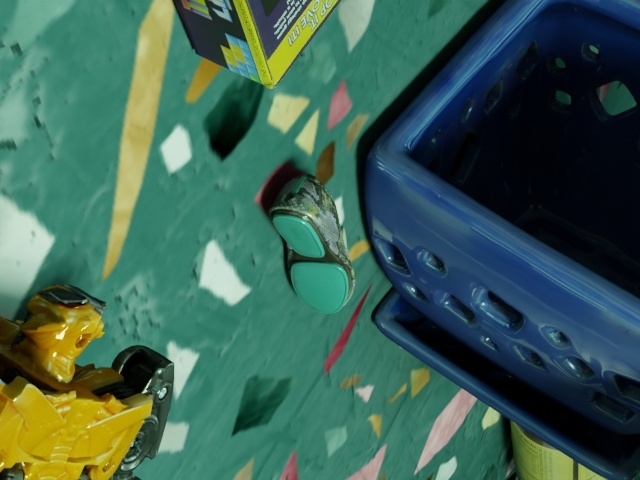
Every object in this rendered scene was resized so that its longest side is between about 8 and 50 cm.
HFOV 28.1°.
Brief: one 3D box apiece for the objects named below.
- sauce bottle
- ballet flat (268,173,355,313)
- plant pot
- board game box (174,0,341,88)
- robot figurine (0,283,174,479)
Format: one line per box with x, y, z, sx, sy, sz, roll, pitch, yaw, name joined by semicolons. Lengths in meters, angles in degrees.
0.238;0.159;1.238;0.111;0.111;0.344;-53;155;-22;sauce bottle
0.000;0.000;0.708;0.041;0.041;0.114;-54;155;-20;ballet flat
0.175;-0.001;0.830;0.236;0.236;0.212;-47;157;-31;plant pot
-0.004;-0.171;0.520;0.170;0.048;0.141;-55;156;-20;board game box
-0.164;0.141;0.465;0.291;0.085;0.211;-63;156;0;robot figurine
